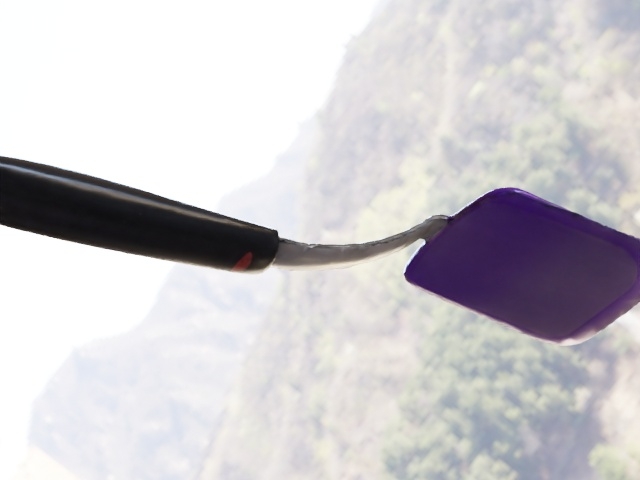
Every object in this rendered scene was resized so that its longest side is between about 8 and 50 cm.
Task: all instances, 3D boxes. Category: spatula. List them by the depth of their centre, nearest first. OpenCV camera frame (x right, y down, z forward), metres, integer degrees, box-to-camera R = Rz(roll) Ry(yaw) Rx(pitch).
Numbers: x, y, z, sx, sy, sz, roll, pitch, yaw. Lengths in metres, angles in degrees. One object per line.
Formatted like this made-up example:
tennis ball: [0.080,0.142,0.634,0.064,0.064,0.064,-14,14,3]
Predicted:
spatula: [0.000,0.000,0.539,0.084,0.296,0.030,-45,46,47]
